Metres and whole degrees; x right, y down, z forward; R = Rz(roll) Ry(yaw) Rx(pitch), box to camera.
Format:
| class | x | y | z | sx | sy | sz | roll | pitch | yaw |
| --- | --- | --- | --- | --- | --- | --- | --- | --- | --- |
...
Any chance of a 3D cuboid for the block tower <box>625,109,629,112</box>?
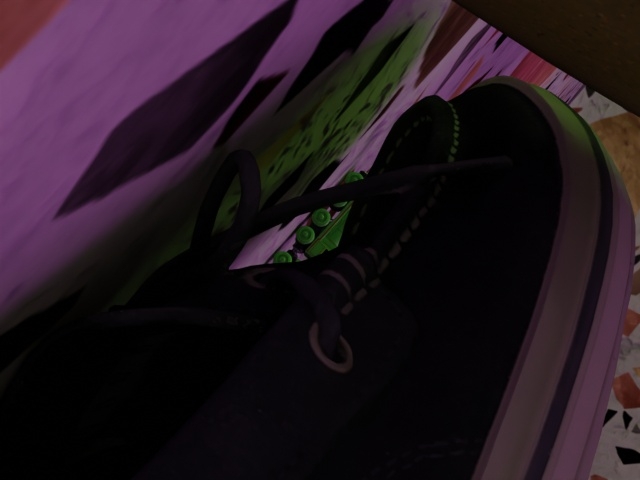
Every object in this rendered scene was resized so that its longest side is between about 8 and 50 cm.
| class | x | y | z | sx | sy | sz | roll | pitch | yaw |
| --- | --- | --- | --- | --- | --- | --- | --- | --- | --- |
| block tower | 0.226 | -0.182 | 0.907 | 0.097 | 0.091 | 0.335 | -48 | 174 | -12 |

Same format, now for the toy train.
| class | x | y | z | sx | sy | sz | roll | pitch | yaw |
| --- | --- | --- | --- | --- | --- | --- | --- | --- | --- |
| toy train | 0.000 | 0.000 | 0.732 | 0.083 | 0.024 | 0.017 | -47 | 174 | -10 |

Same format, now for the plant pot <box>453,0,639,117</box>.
| class | x | y | z | sx | sy | sz | roll | pitch | yaw |
| --- | --- | --- | --- | --- | --- | --- | --- | --- | --- |
| plant pot | 0.217 | -0.090 | 0.403 | 0.275 | 0.293 | 0.275 | -48 | 174 | -6 |

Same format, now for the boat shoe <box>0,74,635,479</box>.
| class | x | y | z | sx | sy | sz | roll | pitch | yaw |
| --- | --- | --- | --- | --- | --- | --- | --- | --- | --- |
| boat shoe | -0.018 | 0.070 | 0.454 | 0.187 | 0.156 | 0.500 | -60 | -179 | 37 |
